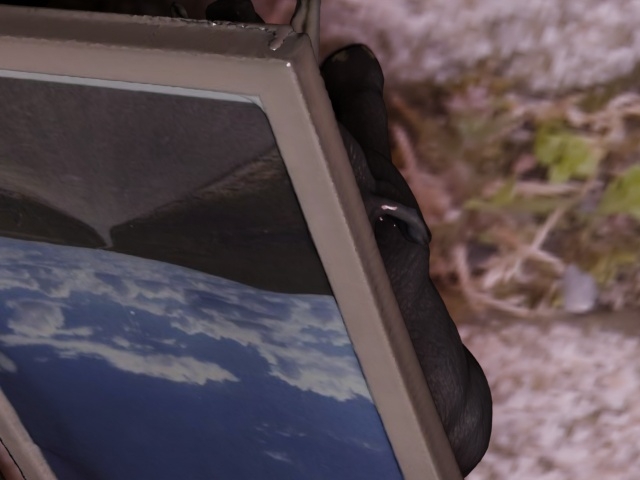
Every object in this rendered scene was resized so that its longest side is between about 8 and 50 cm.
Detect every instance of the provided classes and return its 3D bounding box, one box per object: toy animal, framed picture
[{"bbox_3d":[-0.003,-0.008,0.594,0.082,0.137,0.269,-18,132,1],"label":"toy animal"},{"bbox_3d":[-0.051,0.026,0.544,0.189,0.023,0.260,9,140,27],"label":"framed picture"}]

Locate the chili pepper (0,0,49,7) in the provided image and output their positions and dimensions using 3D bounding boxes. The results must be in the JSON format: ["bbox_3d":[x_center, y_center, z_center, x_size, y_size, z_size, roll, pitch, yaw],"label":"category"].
[{"bbox_3d":[-0.097,-0.190,0.482,0.148,0.116,0.265,-10,124,-22],"label":"chili pepper"}]

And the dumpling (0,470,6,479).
[{"bbox_3d":[-0.166,0.084,0.637,0.086,0.166,0.332,-54,149,-29],"label":"dumpling"}]
